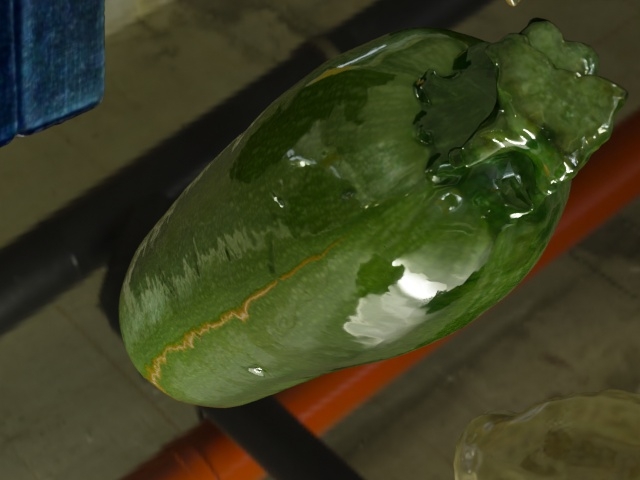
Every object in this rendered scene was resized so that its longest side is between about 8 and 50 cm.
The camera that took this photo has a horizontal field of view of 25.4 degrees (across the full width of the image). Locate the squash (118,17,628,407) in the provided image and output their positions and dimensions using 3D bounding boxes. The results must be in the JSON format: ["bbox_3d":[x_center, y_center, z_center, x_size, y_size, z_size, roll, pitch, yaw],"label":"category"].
[{"bbox_3d":[0.000,0.000,0.516,0.101,0.378,0.101,4,-104,-17],"label":"squash"}]

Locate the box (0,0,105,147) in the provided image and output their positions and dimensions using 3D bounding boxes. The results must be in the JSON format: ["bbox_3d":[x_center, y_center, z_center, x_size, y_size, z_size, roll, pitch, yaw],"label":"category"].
[{"bbox_3d":[-0.209,-0.209,0.587,0.261,0.279,0.116,30,-139,29],"label":"box"}]

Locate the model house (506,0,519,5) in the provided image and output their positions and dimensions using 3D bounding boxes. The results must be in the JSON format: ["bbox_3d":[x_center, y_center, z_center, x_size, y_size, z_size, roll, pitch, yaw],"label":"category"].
[{"bbox_3d":[0.120,-0.259,0.678,0.206,0.178,0.271,-6,-139,24],"label":"model house"}]

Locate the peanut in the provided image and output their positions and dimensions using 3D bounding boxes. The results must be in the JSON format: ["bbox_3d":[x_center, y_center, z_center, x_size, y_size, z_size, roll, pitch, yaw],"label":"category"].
[{"bbox_3d":[0.228,0.163,0.952,0.290,0.130,0.130,4,-134,27],"label":"peanut"}]
